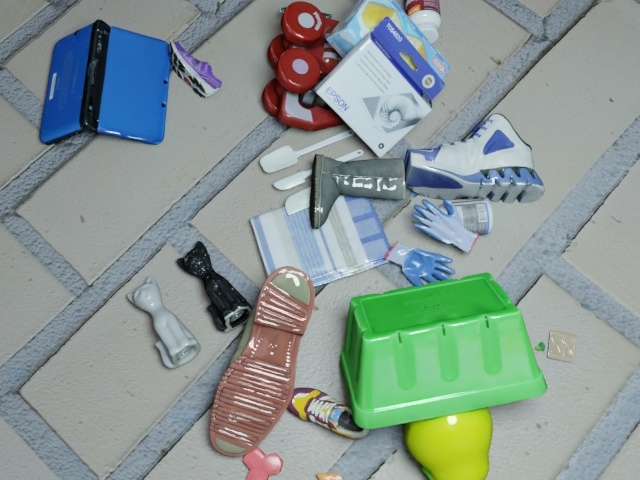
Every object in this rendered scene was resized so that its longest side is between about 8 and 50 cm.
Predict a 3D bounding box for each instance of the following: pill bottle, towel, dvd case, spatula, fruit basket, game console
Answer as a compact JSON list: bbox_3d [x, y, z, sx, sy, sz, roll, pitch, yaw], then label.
[{"bbox_3d":[0.255,-0.569,1.607,0.086,0.086,0.152,-2,70,0],"label":"pill bottle"},{"bbox_3d":[0.000,0.000,1.440,0.284,0.034,0.209,-18,69,-8],"label":"towel"},{"bbox_3d":[0.304,-0.047,1.428,0.137,0.078,0.078,-5,71,-1],"label":"pill bottle"},{"bbox_3d":[-0.035,-0.569,1.619,0.119,0.087,0.013,12,114,4],"label":"dvd case"},{"bbox_3d":[-0.001,-0.171,1.492,0.242,0.019,0.168,-25,64,-11],"label":"spatula"},{"bbox_3d":[0.234,0.287,1.258,0.391,0.283,0.392,-3,113,-6],"label":"fruit basket"},{"bbox_3d":[-0.522,-0.363,1.577,0.250,0.173,0.293,-12,67,30],"label":"game console"}]

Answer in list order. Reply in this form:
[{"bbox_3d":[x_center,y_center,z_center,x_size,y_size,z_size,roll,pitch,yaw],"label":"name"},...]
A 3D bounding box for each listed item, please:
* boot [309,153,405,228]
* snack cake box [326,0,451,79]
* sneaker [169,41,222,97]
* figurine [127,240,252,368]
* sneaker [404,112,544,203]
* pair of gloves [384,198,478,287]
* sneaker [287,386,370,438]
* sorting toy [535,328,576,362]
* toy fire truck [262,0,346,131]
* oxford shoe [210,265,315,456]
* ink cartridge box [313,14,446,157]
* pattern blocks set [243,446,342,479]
[{"bbox_3d":[0.084,-0.106,1.435,0.208,0.076,0.190,8,77,-11],"label":"boot"},{"bbox_3d":[0.160,-0.430,1.489,0.264,0.089,0.152,41,71,-24],"label":"snack cake box"},{"bbox_3d":[-0.309,-0.423,1.586,0.071,0.068,0.170,-38,83,-27],"label":"sneaker"},{"bbox_3d":[-0.288,0.130,1.378,0.214,0.092,0.209,-35,66,-10],"label":"figurine"},{"bbox_3d":[0.344,-0.192,1.465,0.315,0.127,0.182,6,67,-4],"label":"sneaker"},{"bbox_3d":[0.243,0.009,1.388,0.159,0.023,0.198,30,102,-3],"label":"pair of gloves"},{"bbox_3d":[0.015,0.341,1.292,0.185,0.084,0.070,19,72,7],"label":"sneaker"},{"bbox_3d":[0.498,0.221,1.366,0.083,0.012,0.062,12,76,1],"label":"sorting toy"},{"bbox_3d":[0.008,-0.399,1.524,0.253,0.169,0.302,10,71,-15],"label":"toy fire truck"},{"bbox_3d":[-0.112,0.241,1.314,0.140,0.146,0.397,24,91,-7],"label":"oxford shoe"},{"bbox_3d":[0.139,-0.333,1.421,0.224,0.045,0.223,-45,115,10],"label":"ink cartridge box"},{"bbox_3d":[-0.044,0.577,1.242,0.324,0.026,0.286,21,72,8],"label":"pattern blocks set"}]
